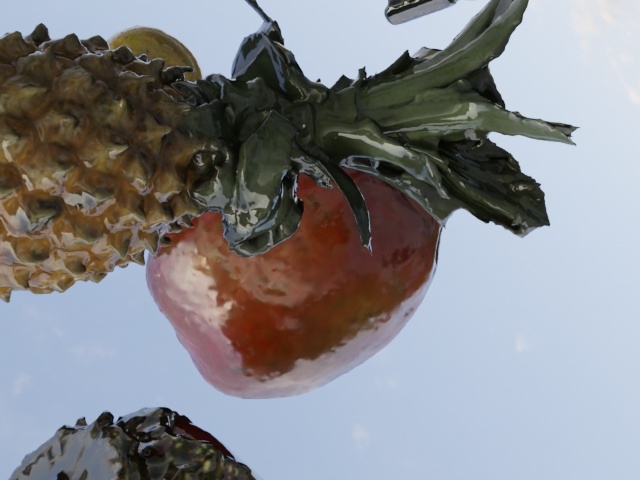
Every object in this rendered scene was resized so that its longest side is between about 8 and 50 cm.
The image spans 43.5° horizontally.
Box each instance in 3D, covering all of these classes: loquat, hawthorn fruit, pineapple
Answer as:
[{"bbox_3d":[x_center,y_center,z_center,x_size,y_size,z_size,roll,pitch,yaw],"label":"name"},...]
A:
[{"bbox_3d":[-0.221,-0.204,1.041,0.163,0.137,0.163,58,180,1],"label":"loquat"},{"bbox_3d":[0.000,0.000,0.623,0.210,0.262,0.210,51,-161,-26],"label":"hawthorn fruit"},{"bbox_3d":[-0.024,-0.042,0.350,0.277,0.119,0.130,-10,-153,-15],"label":"pineapple"}]

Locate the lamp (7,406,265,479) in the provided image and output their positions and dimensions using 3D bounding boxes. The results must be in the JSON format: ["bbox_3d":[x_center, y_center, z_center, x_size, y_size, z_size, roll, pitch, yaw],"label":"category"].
[{"bbox_3d":[-0.075,0.216,0.472,0.177,0.177,0.274,-91,-25,-44],"label":"lamp"}]

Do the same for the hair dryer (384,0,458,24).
[{"bbox_3d":[0.130,-0.252,0.605,0.116,0.244,0.302,71,-158,-7],"label":"hair dryer"}]
